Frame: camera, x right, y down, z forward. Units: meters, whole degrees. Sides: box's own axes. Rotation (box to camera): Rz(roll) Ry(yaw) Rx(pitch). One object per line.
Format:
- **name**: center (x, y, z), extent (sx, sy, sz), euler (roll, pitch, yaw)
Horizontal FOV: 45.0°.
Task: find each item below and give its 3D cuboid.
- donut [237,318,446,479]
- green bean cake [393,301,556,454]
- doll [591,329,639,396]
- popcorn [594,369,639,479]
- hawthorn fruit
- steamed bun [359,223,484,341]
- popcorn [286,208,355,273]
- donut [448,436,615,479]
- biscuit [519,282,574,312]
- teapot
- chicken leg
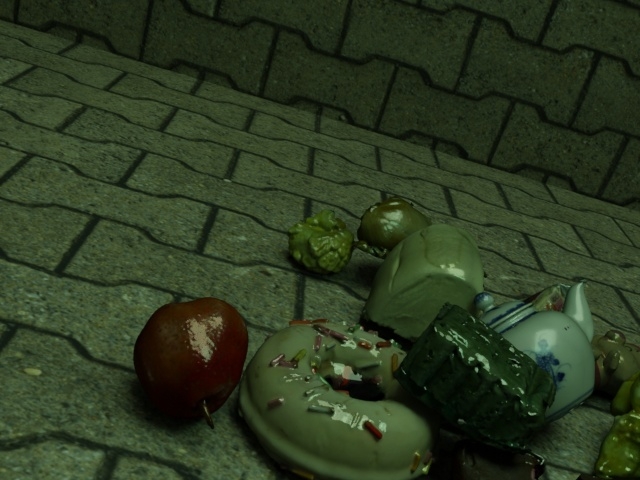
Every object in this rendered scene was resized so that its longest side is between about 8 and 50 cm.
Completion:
- **donut**: center (0.047, 0.271, 1.348), extent (0.383, 0.142, 0.382), euler (16, 24, -7)
- **green bean cake**: center (0.273, 0.230, 1.307), extent (0.255, 0.132, 0.241), euler (36, 14, 15)
- **doll**: center (0.630, 0.276, 1.740), extent (0.256, 0.152, 0.196), euler (10, 33, -25)
- **popcorn**: center (0.712, 0.375, 1.474), extent (0.290, 0.321, 0.325), euler (18, 35, -45)
- **hawthorn fruit**: center (-0.204, 0.210, 1.262), extent (0.197, 0.196, 0.225), euler (5, 43, -28)
- **steamed bun**: center (0.225, 0.117, 1.726), extent (0.273, 0.273, 0.290), euler (1, 21, 0)
- **popcorn**: center (-0.004, 0.009, 1.902), extent (0.174, 0.142, 0.173), euler (9, 50, -11)
- **donut**: center (0.366, 0.451, 1.194), extent (0.345, 0.136, 0.259), euler (14, 24, -6)
- **biscuit**: center (0.497, 0.184, 1.837), extent (0.309, 0.186, 0.079), euler (-23, 84, -56)
- **teapot**: center (0.391, 0.222, 1.529), extent (0.424, 0.252, 0.280), euler (-29, 75, -14)
- **chicken leg**: center (0.265, 0.026, 1.963), extent (0.429, 0.153, 0.201), euler (31, 31, -29)
